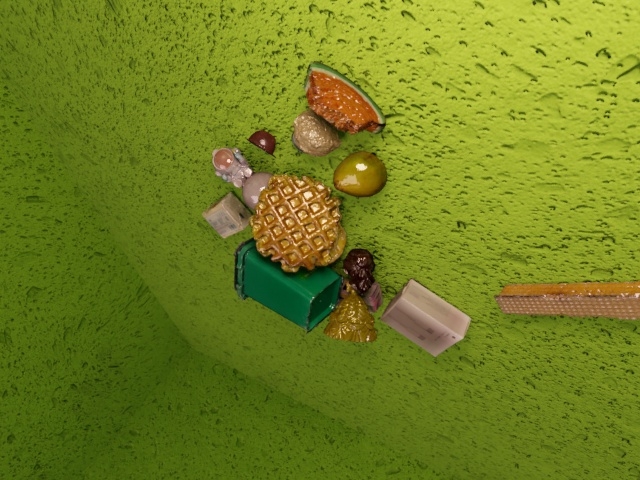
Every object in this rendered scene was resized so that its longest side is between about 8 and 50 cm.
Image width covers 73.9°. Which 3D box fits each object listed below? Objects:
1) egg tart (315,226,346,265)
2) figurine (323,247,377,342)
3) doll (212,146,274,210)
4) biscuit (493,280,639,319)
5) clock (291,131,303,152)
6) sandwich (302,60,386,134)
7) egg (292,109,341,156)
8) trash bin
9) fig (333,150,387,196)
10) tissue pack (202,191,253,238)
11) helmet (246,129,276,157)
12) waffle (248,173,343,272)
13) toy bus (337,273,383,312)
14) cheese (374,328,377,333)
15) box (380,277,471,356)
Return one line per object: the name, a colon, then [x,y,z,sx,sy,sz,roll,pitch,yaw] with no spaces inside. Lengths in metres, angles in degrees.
egg tart: [0.000,0.000,1.501,0.191,0.191,0.074,58,172,-26]
figurine: [0.125,0.183,1.505,0.187,0.168,0.315,8,96,16]
doll: [-0.265,-0.223,1.495,0.287,0.151,0.151,41,146,7]
biscuit: [0.674,0.162,1.149,0.379,0.054,0.094,-9,125,46]
clock: [-0.051,-0.305,1.302,0.085,0.017,0.085,24,143,20]
sandwich: [0.053,-0.332,1.069,0.235,0.159,0.079,24,143,-15]
egg: [-0.013,-0.298,1.189,0.118,0.116,0.140,-35,110,26]
trash bin: [-0.131,0.162,1.622,0.381,0.259,0.295,32,132,26]
fig: [0.113,-0.185,1.210,0.153,0.121,0.136,-17,115,24]
tissue pack: [-0.387,-0.102,1.772,0.196,0.092,0.148,-18,118,49]
helmet: [-0.176,-0.318,1.366,0.111,0.057,0.089,31,-179,1]
waffle: [-0.082,-0.054,1.397,0.302,0.325,0.068,14,-178,-2]
toy bus: [0.114,0.209,1.679,0.274,0.090,0.112,5,136,39]
cheese: [0.170,0.386,1.877,0.162,0.036,0.086,28,143,13]
box: [0.368,0.278,1.520,0.252,0.106,0.203,33,144,5]
